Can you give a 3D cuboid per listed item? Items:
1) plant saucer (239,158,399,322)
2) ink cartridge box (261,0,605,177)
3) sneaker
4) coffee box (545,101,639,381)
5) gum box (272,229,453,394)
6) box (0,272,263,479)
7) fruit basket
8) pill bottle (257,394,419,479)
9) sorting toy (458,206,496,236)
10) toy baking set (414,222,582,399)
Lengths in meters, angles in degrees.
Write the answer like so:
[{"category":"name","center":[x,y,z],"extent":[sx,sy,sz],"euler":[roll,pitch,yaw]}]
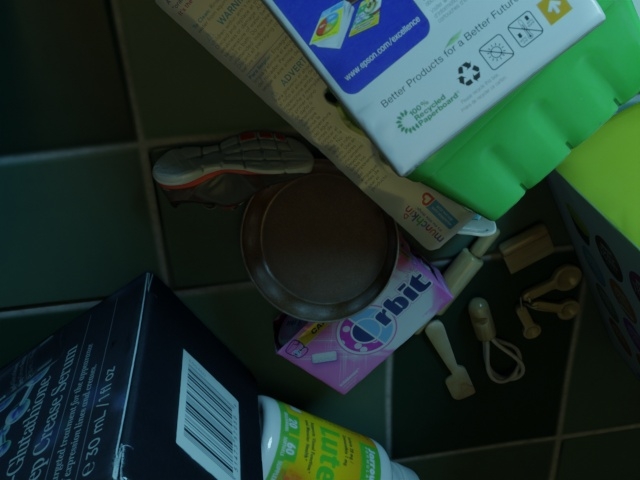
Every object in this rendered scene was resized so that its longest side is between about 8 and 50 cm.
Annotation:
[{"category":"plant saucer","center":[0.000,0.000,0.701],"extent":[0.168,0.029,0.169],"euler":[2,98,16]},{"category":"ink cartridge box","center":[0.013,-0.242,0.471],"extent":[0.175,0.069,0.371],"euler":[-38,99,12]},{"category":"sneaker","center":[-0.084,-0.064,0.679],"extent":[0.157,0.061,0.065],"euler":[-5,136,2]},{"category":"coffee box","center":[0.472,0.028,0.649],"extent":[0.338,0.338,0.334],"euler":[-28,120,8]},{"category":"gum box","center":[0.048,0.076,0.769],"extent":[0.107,0.062,0.188],"euler":[37,108,-26]},{"category":"box","center":[-0.274,0.273,0.698],"extent":[0.395,0.293,0.212],"euler":[-33,119,10]},{"category":"fruit basket","center":[0.094,-0.207,0.587],"extent":[0.353,0.165,0.327],"euler":[42,106,-10]},{"category":"pill bottle","center":[0.003,0.297,0.846],"extent":[0.245,0.136,0.136],"euler":[28,112,-22]},{"category":"sorting toy","center":[0.150,-0.027,0.718],"extent":[0.083,0.075,0.045],"euler":[6,118,-12]},{"category":"toy baking set","center":[0.210,0.095,0.824],"extent":[0.196,0.030,0.256],"euler":[30,111,-23]}]
